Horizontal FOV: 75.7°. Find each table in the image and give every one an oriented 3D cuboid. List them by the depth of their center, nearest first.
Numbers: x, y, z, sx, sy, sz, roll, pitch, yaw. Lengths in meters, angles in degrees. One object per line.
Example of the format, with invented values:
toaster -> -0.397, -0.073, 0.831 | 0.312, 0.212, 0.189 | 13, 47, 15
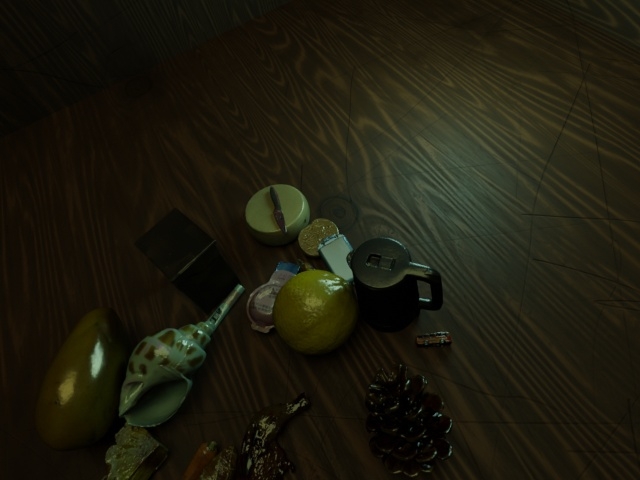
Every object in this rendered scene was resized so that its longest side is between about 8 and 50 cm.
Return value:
table -> -0.471, 0.081, 1.498 | 0.250, 0.282, 0.196 | 33, 69, 29

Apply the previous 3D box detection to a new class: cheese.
cheese -> -0.164, 0.198, 1.490 | 0.188, 0.074, 0.286 | 10, 57, 18

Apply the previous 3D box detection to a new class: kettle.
kettle -> 0.224, 0.159, 1.288 | 0.203, 0.308, 0.262 | -40, 58, -13

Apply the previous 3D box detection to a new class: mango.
mango -> -0.754, 0.435, 1.334 | 0.231, 0.300, 0.446 | 3, 56, -11

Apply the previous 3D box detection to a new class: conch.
conch -> -0.492, 0.413, 1.346 | 0.368, 0.197, 0.249 | -42, 85, -1

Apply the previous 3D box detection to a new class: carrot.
carrot -> -0.389, 0.714, 1.225 | 0.061, 0.061, 0.257 | 27, 76, 26

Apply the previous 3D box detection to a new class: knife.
knife -> -0.169, -0.121, 1.607 | 0.035, 0.018, 0.248 | -17, 55, -2

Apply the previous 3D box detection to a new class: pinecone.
pinecone -> 0.231, 0.478, 1.116 | 0.243, 0.310, 0.244 | -13, 22, 5

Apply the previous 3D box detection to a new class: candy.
candy -> -0.027, 0.125, 1.522 | 0.046, 0.053, 0.182 | -34, 58, -19

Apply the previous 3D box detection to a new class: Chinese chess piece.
Chinese chess piece -> -0.175, -0.104, 1.671 | 0.272, 0.102, 0.274 | -6, 55, 9

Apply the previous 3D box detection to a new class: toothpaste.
toothpaste -> -0.357, 0.252, 1.522 | 0.056, 0.036, 0.205 | 29, 72, 28

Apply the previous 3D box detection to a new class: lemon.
lemon -> -0.016, 0.228, 1.318 | 0.292, 0.293, 0.294 | -6, 57, 9

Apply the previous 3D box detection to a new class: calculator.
calculator -> 0.077, 0.074, 1.511 | 0.121, 0.039, 0.210 | -30, 73, -8

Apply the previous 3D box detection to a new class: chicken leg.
chicken leg -> -0.147, 0.601, 1.231 | 0.177, 0.083, 0.323 | 12, 62, 9

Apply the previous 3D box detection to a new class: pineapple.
pineapple -> -0.565, 0.659, 1.258 | 0.185, 0.115, 0.237 | -9, 53, 7

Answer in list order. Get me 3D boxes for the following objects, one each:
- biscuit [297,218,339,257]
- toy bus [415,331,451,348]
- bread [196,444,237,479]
biscuit -> 0.000, 0.002, 1.598 | 0.170, 0.050, 0.171 | -2, 63, 5
toy bus -> 0.362, 0.319, 1.322 | 0.110, 0.031, 0.043 | -7, 50, 8
bread -> -0.309, 0.706, 1.177 | 0.104, 0.076, 0.233 | 33, 61, -10
